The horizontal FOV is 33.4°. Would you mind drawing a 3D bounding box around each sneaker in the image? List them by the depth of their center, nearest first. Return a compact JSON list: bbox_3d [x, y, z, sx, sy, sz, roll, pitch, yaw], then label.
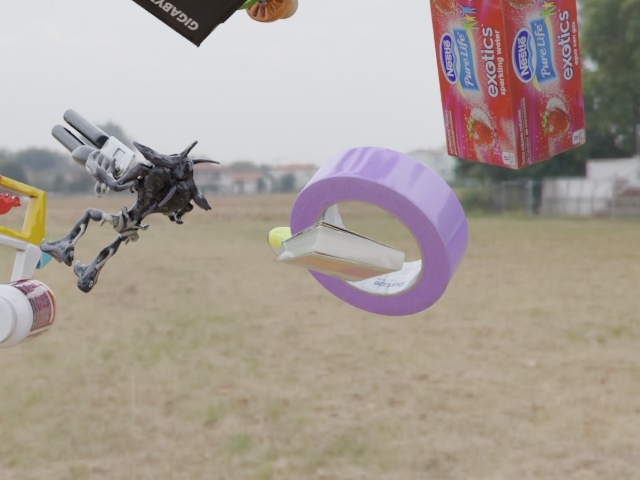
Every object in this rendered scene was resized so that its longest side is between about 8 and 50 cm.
[{"bbox_3d":[0.000,0.000,2.068,0.208,0.094,0.081,13,43,7],"label":"sneaker"}]

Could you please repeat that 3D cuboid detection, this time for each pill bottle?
[{"bbox_3d":[-0.418,0.099,1.437,0.086,0.086,0.152,0,2,5],"label":"pill bottle"}]

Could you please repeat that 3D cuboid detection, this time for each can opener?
[{"bbox_3d":[-0.424,-0.178,1.924,0.095,0.076,0.283,38,-2,-43],"label":"can opener"}]

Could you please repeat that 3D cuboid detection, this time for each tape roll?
[{"bbox_3d":[0.092,-0.012,1.695,0.275,0.275,0.090,1,36,33],"label":"tape roll"}]

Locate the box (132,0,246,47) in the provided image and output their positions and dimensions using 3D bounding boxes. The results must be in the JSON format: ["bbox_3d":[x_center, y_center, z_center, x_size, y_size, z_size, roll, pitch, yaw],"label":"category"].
[{"bbox_3d":[-0.169,-0.430,1.345,0.293,0.073,0.295,-40,-50,21],"label":"box"}]

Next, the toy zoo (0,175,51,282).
[{"bbox_3d":[-0.558,-0.018,1.742,0.030,0.192,0.293,-3,-17,42],"label":"toy zoo"}]

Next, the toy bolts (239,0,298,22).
[{"bbox_3d":[-0.078,-0.530,1.933,0.228,0.218,0.158,-38,-26,26],"label":"toy bolts"}]

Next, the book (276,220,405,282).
[{"bbox_3d":[0.019,0.019,1.128,0.096,0.035,0.144,17,-12,-15],"label":"book"}]

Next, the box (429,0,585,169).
[{"bbox_3d":[0.219,-0.226,1.262,0.122,0.257,0.128,-21,23,-30],"label":"box"}]

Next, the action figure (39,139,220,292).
[{"bbox_3d":[-0.273,-0.059,1.533,0.164,0.275,0.141,43,9,-41],"label":"action figure"}]
